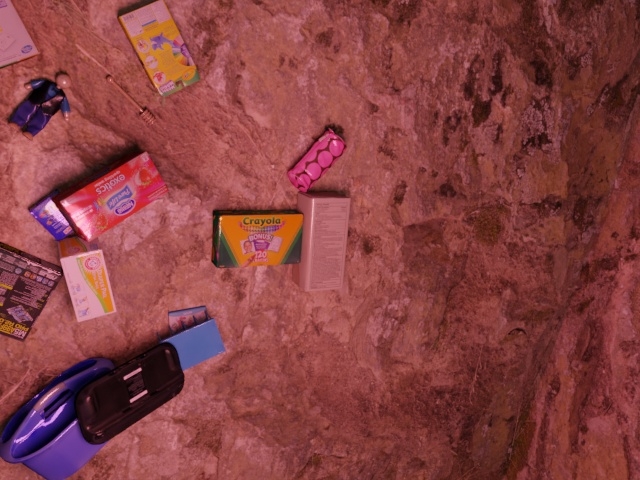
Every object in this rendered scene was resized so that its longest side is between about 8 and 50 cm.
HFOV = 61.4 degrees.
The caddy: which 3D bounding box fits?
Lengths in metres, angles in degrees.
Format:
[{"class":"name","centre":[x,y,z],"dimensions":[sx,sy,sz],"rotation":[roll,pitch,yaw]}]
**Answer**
[{"class":"caddy","centre":[-0.693,0.473,1.469],"dimensions":[0.341,0.241,0.179],"rotation":[-45,128,-31]}]

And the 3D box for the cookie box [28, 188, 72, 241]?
[{"class":"cookie box","centre":[-0.703,-0.067,1.442],"dimensions":[0.092,0.040,0.107],"rotation":[-41,119,-12]}]

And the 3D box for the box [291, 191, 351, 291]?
[{"class":"box","centre":[0.000,0.000,1.774],"dimensions":[0.148,0.121,0.311],"rotation":[-1,104,-27]}]

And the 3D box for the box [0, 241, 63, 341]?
[{"class":"box","centre":[-0.854,0.118,1.407],"dimensions":[0.270,0.060,0.216],"rotation":[30,90,-30]}]

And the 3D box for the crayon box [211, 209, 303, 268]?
[{"class":"crayon box","centre":[-0.197,-0.009,1.694],"dimensions":[0.278,0.081,0.165],"rotation":[-3,105,-26]}]

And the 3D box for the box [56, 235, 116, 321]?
[{"class":"box","centre":[-0.633,0.099,1.463],"dimensions":[0.103,0.114,0.203],"rotation":[-15,121,-24]}]

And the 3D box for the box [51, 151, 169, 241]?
[{"class":"box","centre":[-0.554,-0.122,1.432],"dimensions":[0.257,0.122,0.128],"rotation":[-38,118,-26]}]

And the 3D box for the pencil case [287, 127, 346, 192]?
[{"class":"pencil case","centre":[-0.015,-0.255,1.714],"dimensions":[0.209,0.095,0.098],"rotation":[-50,155,-9]}]

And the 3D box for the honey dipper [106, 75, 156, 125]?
[{"class":"honey dipper","centre":[-0.513,-0.380,1.459],"dimensions":[0.030,0.030,0.161],"rotation":[-47,118,-8]}]

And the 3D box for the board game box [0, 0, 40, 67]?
[{"class":"board game box","centre":[-0.817,-0.525,1.185],"dimensions":[0.242,0.064,0.316],"rotation":[-44,123,-42]}]

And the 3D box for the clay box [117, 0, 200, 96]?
[{"class":"clay box","centre":[-0.430,-0.513,1.451],"dimensions":[0.127,0.053,0.222],"rotation":[-31,117,-16]}]

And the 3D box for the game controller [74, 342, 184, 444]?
[{"class":"game controller","centre":[-0.505,0.406,1.461],"dimensions":[0.319,0.067,0.166],"rotation":[-27,106,-50]}]

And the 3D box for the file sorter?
[{"class":"file sorter","centre":[-0.399,0.305,1.647],"dimensions":[0.170,0.104,0.118],"rotation":[-23,113,-20]}]

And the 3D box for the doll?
[{"class":"doll","centre":[-0.696,-0.343,1.366],"dimensions":[0.129,0.046,0.189],"rotation":[37,80,-21]}]

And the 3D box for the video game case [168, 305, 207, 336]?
[{"class":"video game case","centre":[-0.415,0.294,1.706],"dimensions":[0.119,0.015,0.166],"rotation":[-8,107,-25]}]
